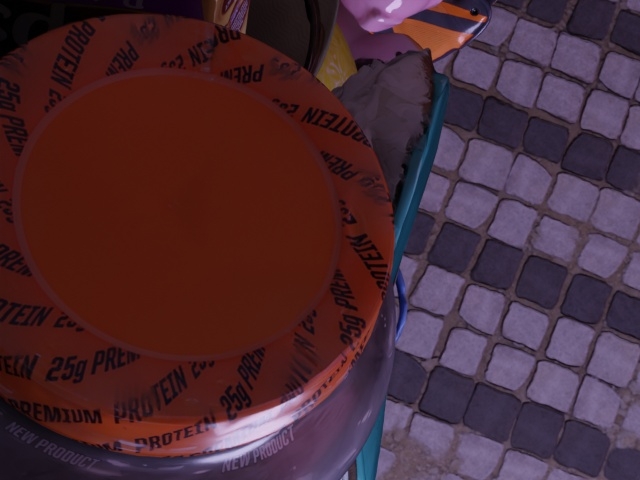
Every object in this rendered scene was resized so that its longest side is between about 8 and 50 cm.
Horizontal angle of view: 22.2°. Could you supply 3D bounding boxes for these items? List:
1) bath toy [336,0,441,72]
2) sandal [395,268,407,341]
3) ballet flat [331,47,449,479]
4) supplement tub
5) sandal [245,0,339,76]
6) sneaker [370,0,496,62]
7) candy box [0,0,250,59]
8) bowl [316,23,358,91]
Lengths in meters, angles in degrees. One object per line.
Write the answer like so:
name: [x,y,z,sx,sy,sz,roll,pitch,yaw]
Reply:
bath toy: [0.027,-0.193,1.232,0.129,0.151,0.348,-83,-173,-54]
sandal: [0.000,0.000,1.414,0.317,0.126,0.138,-104,171,-60]
ballet flat: [-0.016,0.044,0.973,0.409,0.147,0.147,97,14,-51]
supplement tub: [-0.085,0.060,0.653,0.316,0.194,0.193,116,-2,-58]
sandal: [-0.044,-0.104,0.918,0.086,0.120,0.302,-20,-152,35]
sneaker: [0.084,-0.278,1.336,0.321,0.180,0.124,106,7,-49]
candy box: [-0.082,-0.108,0.631,0.186,0.109,0.053,102,10,-59]
bowl: [-0.040,-0.044,1.119,0.289,0.156,0.289,22,90,-85]
